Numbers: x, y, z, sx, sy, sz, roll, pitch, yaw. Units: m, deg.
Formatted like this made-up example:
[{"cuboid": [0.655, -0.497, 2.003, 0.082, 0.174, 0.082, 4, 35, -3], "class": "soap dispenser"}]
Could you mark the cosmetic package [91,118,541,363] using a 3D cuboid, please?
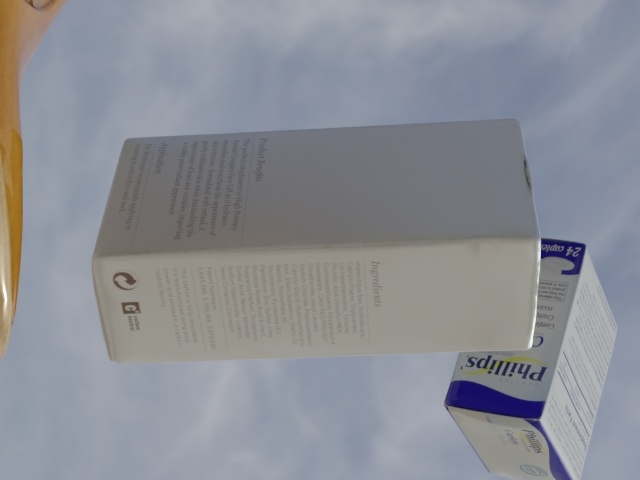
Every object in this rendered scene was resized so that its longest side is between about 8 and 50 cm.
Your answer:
[{"cuboid": [0.000, 0.000, 0.737, 0.231, 0.117, 0.085, -1, -52, 4], "class": "cosmetic package"}]

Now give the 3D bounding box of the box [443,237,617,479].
[{"cuboid": [0.152, 0.087, 0.947, 0.072, 0.137, 0.126, 6, -29, 27], "class": "box"}]

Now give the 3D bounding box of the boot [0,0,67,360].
[{"cuboid": [-0.127, -0.111, 0.565, 0.104, 0.211, 0.295, 3, -67, 25], "class": "boot"}]
